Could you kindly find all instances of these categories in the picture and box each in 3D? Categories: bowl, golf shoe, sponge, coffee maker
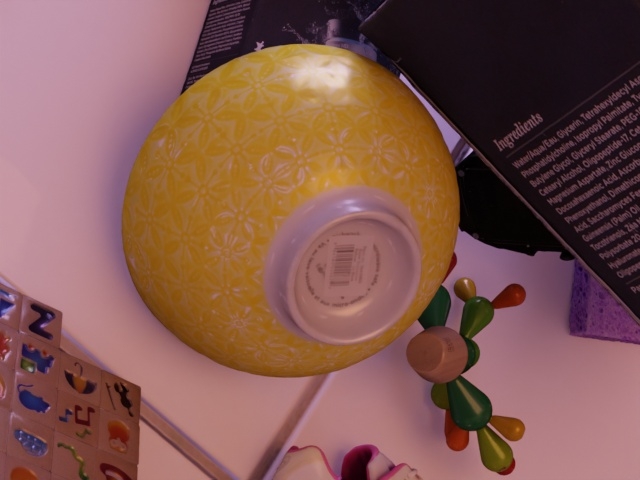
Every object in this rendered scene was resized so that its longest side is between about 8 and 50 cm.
[{"bbox_3d":[0.000,0.000,1.528,0.289,0.156,0.289,-9,116,-20],"label":"bowl"},{"bbox_3d":[0.082,0.254,1.666,0.306,0.115,0.140,12,78,-34],"label":"golf shoe"},{"bbox_3d":[0.305,-0.004,1.871,0.117,0.031,0.210,11,82,-33],"label":"sponge"},{"bbox_3d":[0.200,-0.080,1.744,0.178,0.171,0.120,-45,152,-47],"label":"coffee maker"}]

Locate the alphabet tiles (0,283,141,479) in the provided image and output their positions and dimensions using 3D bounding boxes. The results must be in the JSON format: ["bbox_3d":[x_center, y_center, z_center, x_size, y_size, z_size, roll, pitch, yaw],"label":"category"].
[{"bbox_3d":[-0.238,0.116,1.456,0.237,0.009,0.198,28,39,-29],"label":"alphabet tiles"}]

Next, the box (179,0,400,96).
[{"bbox_3d":[-0.018,-0.156,1.629,0.156,0.093,0.158,24,74,-30],"label":"box"}]

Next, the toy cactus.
[{"bbox_3d":[0.124,0.103,1.676,0.180,0.112,0.219,13,66,-72],"label":"toy cactus"}]

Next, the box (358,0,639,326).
[{"bbox_3d":[0.381,-0.196,1.592,0.472,0.297,0.480,45,60,-3],"label":"box"}]
